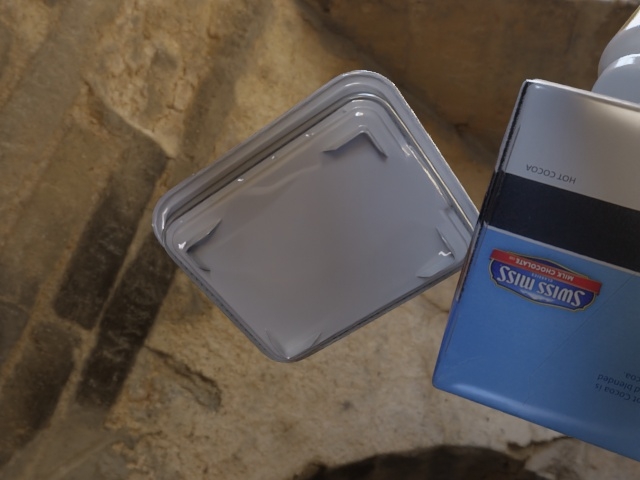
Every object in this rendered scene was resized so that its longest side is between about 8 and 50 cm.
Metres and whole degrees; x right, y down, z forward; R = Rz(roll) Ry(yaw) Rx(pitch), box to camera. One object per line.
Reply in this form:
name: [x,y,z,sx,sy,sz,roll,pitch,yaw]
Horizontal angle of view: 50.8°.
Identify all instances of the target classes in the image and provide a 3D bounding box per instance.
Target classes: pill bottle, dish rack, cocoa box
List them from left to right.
dish rack: [0.000,0.000,0.779,0.285,0.333,0.072,51,-164,-24]
pill bottle: [0.368,-0.193,0.710,0.208,0.118,0.117,-46,-29,-31]
cocoa box: [0.290,0.032,0.511,0.231,0.347,0.227,-37,-36,-69]
